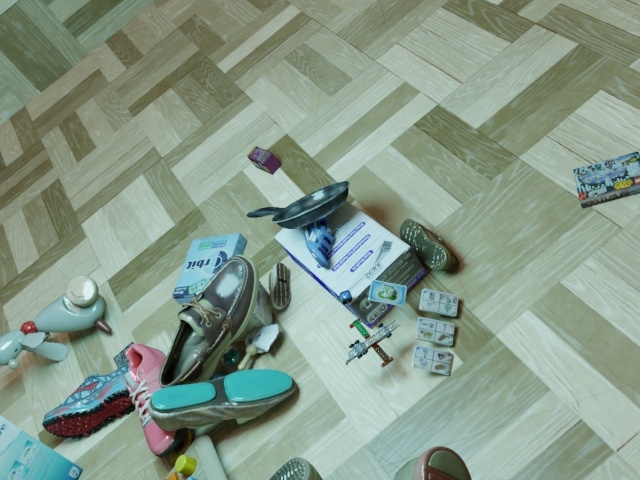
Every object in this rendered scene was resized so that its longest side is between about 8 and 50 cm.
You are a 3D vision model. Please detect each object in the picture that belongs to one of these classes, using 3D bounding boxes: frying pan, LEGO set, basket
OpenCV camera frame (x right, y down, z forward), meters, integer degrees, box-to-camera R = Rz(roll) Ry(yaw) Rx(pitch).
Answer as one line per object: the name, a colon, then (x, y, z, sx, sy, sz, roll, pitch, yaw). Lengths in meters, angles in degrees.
frying pan: (-0.071, -0.060, 1.891, 0.326, 0.053, 0.197, -21, 14, 28)
LEGO set: (0.151, 0.178, 1.675, 0.244, 0.060, 0.183, 11, 60, 2)
basket: (-0.203, 0.169, 1.932, 0.167, 0.103, 0.113, -18, 45, 19)

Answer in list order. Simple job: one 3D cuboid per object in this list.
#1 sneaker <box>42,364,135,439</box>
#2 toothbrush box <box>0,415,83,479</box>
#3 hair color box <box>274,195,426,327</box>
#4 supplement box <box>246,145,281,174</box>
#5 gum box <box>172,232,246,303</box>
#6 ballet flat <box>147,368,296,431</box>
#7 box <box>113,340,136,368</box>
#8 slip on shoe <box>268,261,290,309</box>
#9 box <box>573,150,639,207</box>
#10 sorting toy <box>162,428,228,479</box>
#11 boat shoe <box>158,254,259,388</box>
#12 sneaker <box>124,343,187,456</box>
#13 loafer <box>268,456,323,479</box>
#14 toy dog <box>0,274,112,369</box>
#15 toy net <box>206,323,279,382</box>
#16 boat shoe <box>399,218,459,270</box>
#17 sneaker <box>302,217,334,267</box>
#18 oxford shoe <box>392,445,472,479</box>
sneaker: (-0.552, 0.390, 1.990, 0.261, 0.104, 0.125, -23, 39, 2)
toothbrush box: (-0.731, 0.496, 1.861, 0.216, 0.295, 0.126, 2, 55, 36)
hair color box: (0.062, 0.031, 1.871, 0.185, 0.110, 0.339, -43, 40, -6)
supplement box: (-0.159, -0.225, 2.285, 0.043, 0.055, 0.083, -51, 43, -12)
gum box: (-0.288, 0.072, 2.121, 0.156, 0.041, 0.184, -8, 49, 29)
ballet flat: (-0.209, 0.349, 1.758, 0.315, 0.106, 0.108, -5, 37, -7)
box: (-0.483, 0.303, 2.067, 0.067, 0.018, 0.083, -43, 42, -6)
slip on shoe: (-0.105, 0.114, 1.958, 0.041, 0.051, 0.135, -42, 37, 36)
box: (0.603, -0.127, 1.698, 0.137, 0.027, 0.094, -16, 47, 22)
sorting toy: (-0.287, 0.515, 1.685, 0.196, 0.047, 0.348, -49, 32, 4)
boat shoe: (-0.254, 0.183, 1.804, 0.123, 0.123, 0.342, 32, 93, 27)
sneaker: (-0.392, 0.357, 1.852, 0.116, 0.136, 0.314, -43, 36, 14)
loafer: (-0.092, 0.522, 1.558, 0.268, 0.092, 0.102, -42, 32, 21)
toy dog: (-0.688, 0.245, 2.160, 0.333, 0.220, 0.161, -41, 73, 7)
toy net: (-0.188, 0.266, 1.883, 0.232, 0.045, 0.122, -36, 40, -1)
boat shoe: (0.239, 0.014, 1.803, 0.178, 0.060, 0.064, 47, 116, 46)
sneaker: (0.000, 0.000, 1.823, 0.059, 0.053, 0.144, -27, 44, 11)
oxford shoe: (0.184, 0.552, 1.342, 0.146, 0.140, 0.397, -41, 35, 47)
